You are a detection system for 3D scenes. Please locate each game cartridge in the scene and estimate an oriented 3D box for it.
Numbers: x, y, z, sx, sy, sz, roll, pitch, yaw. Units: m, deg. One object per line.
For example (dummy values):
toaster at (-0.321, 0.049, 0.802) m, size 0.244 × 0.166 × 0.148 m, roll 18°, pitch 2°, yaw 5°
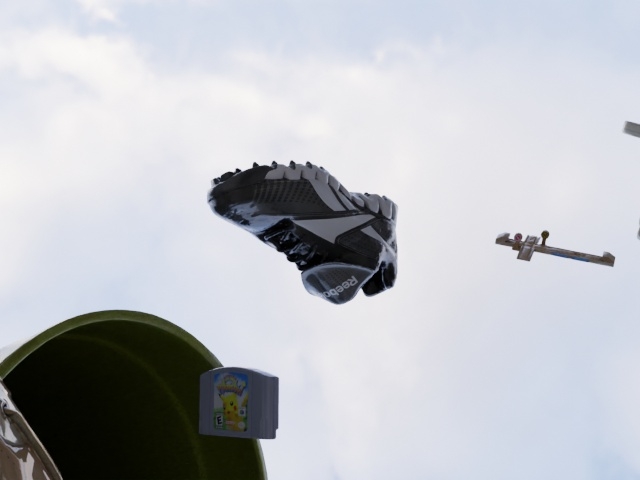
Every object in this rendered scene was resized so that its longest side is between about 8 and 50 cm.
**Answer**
game cartridge at (-0.066, 0.127, 0.682) m, size 0.017 × 0.083 × 0.056 m, roll 14°, pitch -106°, yaw -47°

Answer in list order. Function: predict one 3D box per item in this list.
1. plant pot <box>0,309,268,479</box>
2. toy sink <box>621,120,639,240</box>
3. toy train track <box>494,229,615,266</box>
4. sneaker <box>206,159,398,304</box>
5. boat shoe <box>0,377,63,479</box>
plant pot at (-0.294, 0.265, 0.782) m, size 0.353 × 0.366 × 0.366 m, roll -11°, pitch -120°, yaw 33°
toy sink at (0.471, -0.045, 1.028) m, size 0.234 × 0.153 × 0.131 m, roll 26°, pitch -73°, yaw 35°
toy train track at (0.167, 0.003, 0.614) m, size 0.083 × 0.014 × 0.048 m, roll 12°, pitch -155°, yaw 19°
sneaker at (0.000, 0.000, 0.741) m, size 0.078 × 0.234 × 0.106 m, roll -22°, pitch -112°, yaw 33°
boat shoe at (-0.185, 0.126, 0.424) m, size 0.121 × 0.341 × 0.110 m, roll -43°, pitch -135°, yaw -21°
